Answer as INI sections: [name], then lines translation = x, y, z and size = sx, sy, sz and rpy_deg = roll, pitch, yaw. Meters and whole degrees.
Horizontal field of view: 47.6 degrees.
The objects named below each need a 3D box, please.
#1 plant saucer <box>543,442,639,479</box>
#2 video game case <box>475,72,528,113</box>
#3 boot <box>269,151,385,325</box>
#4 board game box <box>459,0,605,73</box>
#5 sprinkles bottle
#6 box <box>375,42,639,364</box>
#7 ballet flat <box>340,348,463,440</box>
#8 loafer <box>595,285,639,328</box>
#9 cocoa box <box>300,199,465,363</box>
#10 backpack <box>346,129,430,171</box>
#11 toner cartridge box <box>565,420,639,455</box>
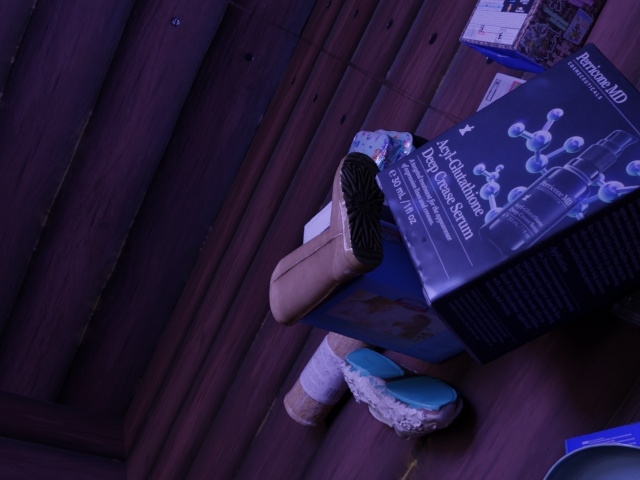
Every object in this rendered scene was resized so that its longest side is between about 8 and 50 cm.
[plant saucer]
translation = 0.406, 0.391, 0.871
size = 0.317, 0.043, 0.318
rpy_deg = 19, 115, 47
[video game case]
translation = 0.393, -0.260, 1.592
size = 0.201, 0.023, 0.183
rpy_deg = -63, 25, 11
[boot]
translation = 0.000, 0.000, 1.282
size = 0.269, 0.089, 0.236
rpy_deg = -37, 41, 49
[board game box]
translation = 0.458, -0.510, 1.506
size = 0.291, 0.141, 0.232
rpy_deg = -64, 25, 11
[sprinkles bottle]
translation = 0.041, 0.295, 1.765
size = 0.355, 0.121, 0.121
rpy_deg = -58, 27, 24
[box]
translation = 0.329, -0.052, 1.107
size = 0.395, 0.212, 0.294
rpy_deg = -31, 43, 13
[ballet flat]
translation = 0.169, 0.332, 1.504
size = 0.147, 0.146, 0.409
rpy_deg = -70, 21, -1
[loafer]
translation = 0.471, 0.086, 1.090
size = 0.223, 0.076, 0.078
rpy_deg = -144, 68, -69
[cocoa box]
translation = 0.161, 0.069, 1.418
size = 0.231, 0.347, 0.228
rpy_deg = -39, 39, 47
[backpack]
translation = 0.159, -0.148, 1.809
size = 0.225, 0.191, 0.254
rpy_deg = 29, 102, 65
[toner cartridge box]
translation = 0.473, 0.306, 0.914
size = 0.348, 0.075, 0.165
rpy_deg = -37, 39, 50
